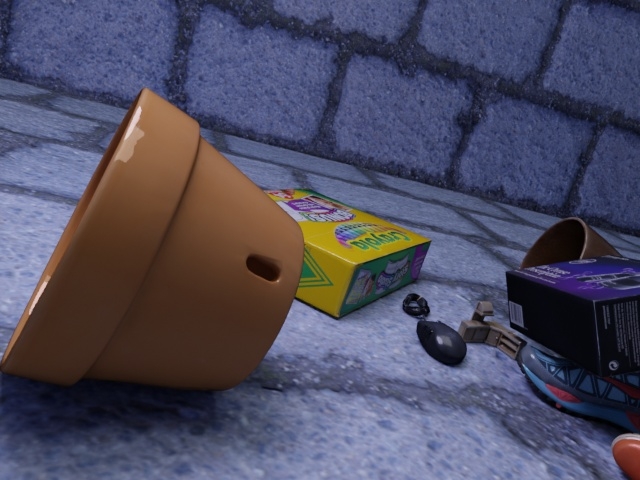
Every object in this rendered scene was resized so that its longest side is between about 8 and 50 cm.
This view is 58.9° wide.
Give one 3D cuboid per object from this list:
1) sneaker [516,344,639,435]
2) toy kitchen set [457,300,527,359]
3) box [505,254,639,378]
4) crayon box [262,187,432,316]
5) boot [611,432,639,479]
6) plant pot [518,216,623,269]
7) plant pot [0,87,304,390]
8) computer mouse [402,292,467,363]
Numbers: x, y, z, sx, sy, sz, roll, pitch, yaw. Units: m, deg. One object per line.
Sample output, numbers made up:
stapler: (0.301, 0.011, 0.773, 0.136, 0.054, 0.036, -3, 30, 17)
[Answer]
sneaker: (0.415, 0.188, 0.798, 0.262, 0.125, 0.104, 20, 15, 14)
toy kitchen set: (0.282, 0.146, 0.921, 0.083, 0.068, 0.075, 6, 18, -32)
box: (0.399, 0.092, 0.790, 0.185, 0.103, 0.261, -6, 5, -4)
crayon box: (0.000, 0.000, 1.074, 0.313, 0.106, 0.363, 23, 17, 25)
boot: (0.379, 0.271, 0.610, 0.085, 0.059, 0.158, -2, 24, -37)
plant pot: (0.552, 0.102, 1.144, 0.231, 0.215, 0.215, 29, 15, -5)
plant pot: (-0.154, 0.025, 0.576, 0.204, 0.290, 0.291, 28, 10, -24)
computer mouse: (0.184, 0.130, 0.931, 0.071, 0.041, 0.242, 13, 15, -10)
